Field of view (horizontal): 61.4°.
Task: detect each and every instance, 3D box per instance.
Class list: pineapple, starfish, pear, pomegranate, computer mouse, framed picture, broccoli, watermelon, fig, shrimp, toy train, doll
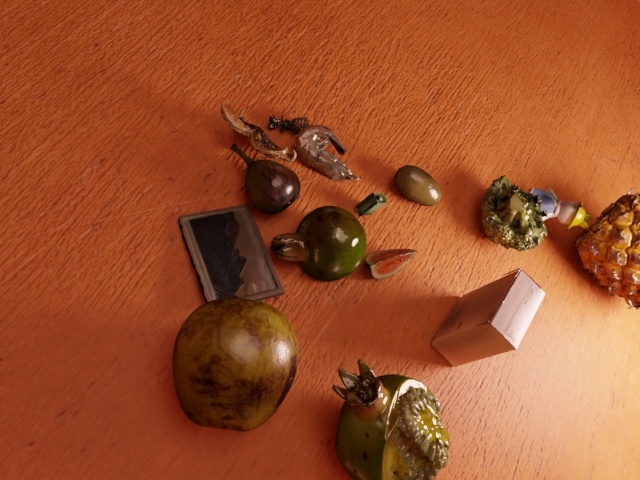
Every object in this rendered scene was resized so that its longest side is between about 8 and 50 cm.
[{"bbox_3d":[-0.095,-0.328,1.546,0.124,0.058,0.058,1,66,-9],"label":"pineapple"},{"bbox_3d":[-0.174,-0.284,1.444,0.238,0.216,0.071,38,94,-31],"label":"starfish"},{"bbox_3d":[-0.173,0.253,1.110,0.283,0.283,0.284,10,64,-20],"label":"pear"},{"bbox_3d":[0.006,-0.011,1.378,0.240,0.159,0.190,20,60,-9],"label":"pomegranate"},{"bbox_3d":[-0.184,0.135,1.299,0.110,0.032,0.056,46,54,10],"label":"computer mouse"},{"bbox_3d":[0.140,0.403,1.184,0.260,0.260,0.341,-46,114,-32],"label":"pomegranate"},{"bbox_3d":[-0.220,0.036,1.316,0.192,0.018,0.266,-13,66,-27],"label":"framed picture"},{"bbox_3d":[0.590,-0.086,1.658,0.197,0.176,0.227,1,98,1],"label":"broccoli"},{"bbox_3d":[0.182,0.068,1.474,0.163,0.087,0.069,-15,105,-27],"label":"watermelon"},{"bbox_3d":[-0.160,-0.180,1.404,0.149,0.149,0.245,-34,73,-32],"label":"fig"},{"bbox_3d":[1.002,0.017,1.704,0.352,0.352,0.300,-30,69,-31],"label":"pineapple"},{"bbox_3d":[0.030,-0.247,1.544,0.223,0.047,0.126,30,81,-16],"label":"shrimp"},{"bbox_3d":[0.143,-0.101,1.518,0.056,0.093,0.038,-6,68,-41],"label":"toy train"},{"bbox_3d":[0.745,-0.102,1.733,0.240,0.099,0.135,23,23,21],"label":"doll"}]

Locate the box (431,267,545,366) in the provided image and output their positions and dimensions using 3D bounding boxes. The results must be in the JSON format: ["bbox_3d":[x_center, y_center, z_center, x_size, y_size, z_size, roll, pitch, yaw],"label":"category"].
[{"bbox_3d":[0.433,0.206,1.412,0.106,0.251,0.203,44,57,-3],"label":"box"}]

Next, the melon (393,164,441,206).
[{"bbox_3d":[0.292,-0.161,1.607,0.162,0.099,0.099,32,58,-11],"label":"melon"}]
